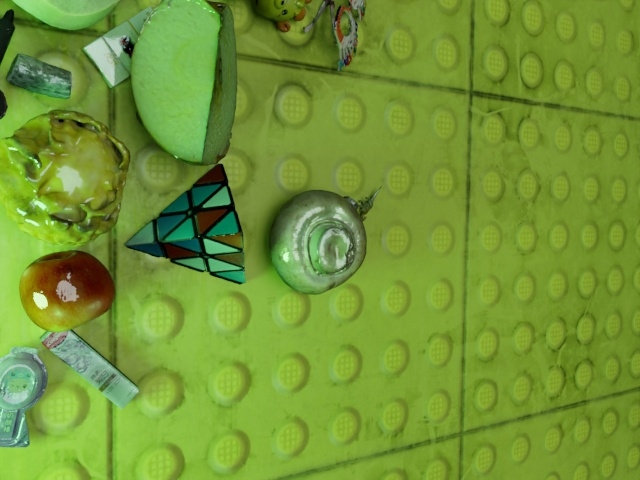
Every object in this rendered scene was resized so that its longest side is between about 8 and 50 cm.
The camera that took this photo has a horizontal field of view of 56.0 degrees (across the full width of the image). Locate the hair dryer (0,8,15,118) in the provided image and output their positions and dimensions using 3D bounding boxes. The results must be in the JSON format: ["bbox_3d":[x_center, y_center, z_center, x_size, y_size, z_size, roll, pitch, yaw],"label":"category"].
[{"bbox_3d":[-0.596,-0.308,1.061,0.070,0.114,0.248,35,54,-52],"label":"hair dryer"}]

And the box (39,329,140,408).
[{"bbox_3d":[-0.456,0.247,1.197,0.055,0.039,0.218,-49,115,-18],"label":"box"}]

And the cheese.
[{"bbox_3d":[-0.574,0.293,1.126,0.105,0.042,0.190,12,89,-30],"label":"cheese"}]

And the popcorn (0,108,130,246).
[{"bbox_3d":[-0.466,-0.116,1.085,0.250,0.190,0.250,9,70,-25],"label":"popcorn"}]

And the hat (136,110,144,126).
[{"bbox_3d":[-0.352,-0.267,1.236,0.058,0.042,0.087,40,38,-50],"label":"hat"}]

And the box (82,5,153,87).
[{"bbox_3d":[-0.383,-0.391,1.213,0.167,0.024,0.090,-44,115,-23],"label":"box"}]

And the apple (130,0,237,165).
[{"bbox_3d":[-0.251,-0.308,1.202,0.254,0.179,0.346,8,82,-37],"label":"apple"}]

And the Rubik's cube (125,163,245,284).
[{"bbox_3d":[-0.294,-0.040,1.263,0.234,0.284,0.250,-11,73,-10],"label":"Rubik's cube"}]

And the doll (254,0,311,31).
[{"bbox_3d":[-0.113,-0.548,1.327,0.221,0.135,0.143,5,123,-37],"label":"doll"}]

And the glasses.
[{"bbox_3d":[0.049,-0.539,1.455,0.162,0.095,0.255,25,77,-58],"label":"glasses"}]

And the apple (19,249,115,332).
[{"bbox_3d":[-0.468,0.088,1.111,0.163,0.163,0.139,-26,103,-28],"label":"apple"}]

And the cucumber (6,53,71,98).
[{"bbox_3d":[-0.516,-0.300,1.115,0.112,0.064,0.064,16,84,-35],"label":"cucumber"}]

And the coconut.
[{"bbox_3d":[-0.439,-0.499,1.043,0.239,0.244,0.239,-3,95,-32],"label":"coconut"}]

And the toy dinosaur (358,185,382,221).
[{"bbox_3d":[0.120,-0.097,1.540,0.041,0.026,0.113,28,87,-37],"label":"toy dinosaur"}]

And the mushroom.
[{"bbox_3d":[0.000,0.000,1.386,0.255,0.184,0.254,-1,94,-17],"label":"mushroom"}]
